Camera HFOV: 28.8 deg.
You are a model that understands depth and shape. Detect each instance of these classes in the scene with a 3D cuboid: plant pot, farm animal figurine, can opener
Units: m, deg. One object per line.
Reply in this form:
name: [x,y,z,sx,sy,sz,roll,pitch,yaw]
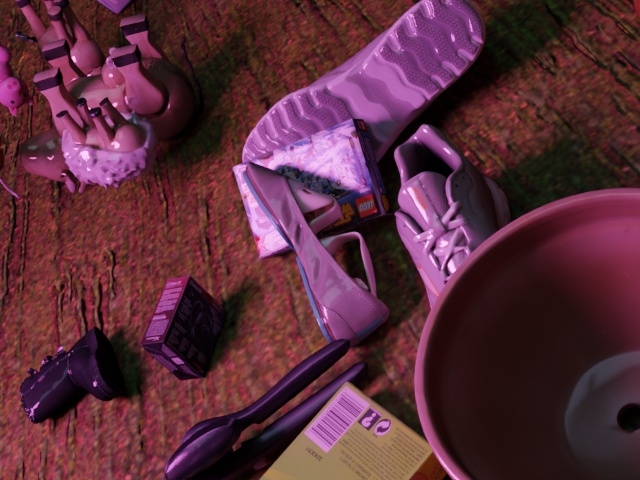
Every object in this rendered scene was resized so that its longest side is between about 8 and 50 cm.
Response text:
plant pot: [0.189,0.092,0.795,0.237,0.110,0.237,-16,50,20]
farm animal figurine: [-0.283,-0.157,1.472,0.327,0.172,0.330,-3,42,25]
can opener: [-0.041,0.148,1.017,0.186,0.059,0.073,-32,9,-2]

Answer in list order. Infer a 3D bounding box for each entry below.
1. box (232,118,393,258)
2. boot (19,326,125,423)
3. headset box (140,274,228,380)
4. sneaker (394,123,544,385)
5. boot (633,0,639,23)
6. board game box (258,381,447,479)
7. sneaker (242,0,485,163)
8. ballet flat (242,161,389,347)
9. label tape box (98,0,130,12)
box: [-0.008,-0.047,1.159,0.137,0.027,0.094,-19,84,28]
boot: [-0.246,0.143,1.216,0.099,0.045,0.121,-38,29,2]
headset box: [-0.124,0.078,1.154,0.032,0.062,0.083,-11,47,35]
sneaker: [0.104,0.014,0.959,0.099,0.121,0.262,-31,38,13]
boot: [0.270,-0.303,1.023,0.096,0.264,0.280,1,43,1]
board game box: [-0.027,0.232,0.930,0.259,0.039,0.124,-46,35,-9]
sneaker: [0.050,-0.131,1.207,0.281,0.105,0.115,-34,2,19]
ballet flat: [0.000,0.000,1.092,0.068,0.072,0.213,-32,56,5]
label tape box: [-0.216,-0.522,1.769,0.348,0.115,0.249,-41,34,21]
